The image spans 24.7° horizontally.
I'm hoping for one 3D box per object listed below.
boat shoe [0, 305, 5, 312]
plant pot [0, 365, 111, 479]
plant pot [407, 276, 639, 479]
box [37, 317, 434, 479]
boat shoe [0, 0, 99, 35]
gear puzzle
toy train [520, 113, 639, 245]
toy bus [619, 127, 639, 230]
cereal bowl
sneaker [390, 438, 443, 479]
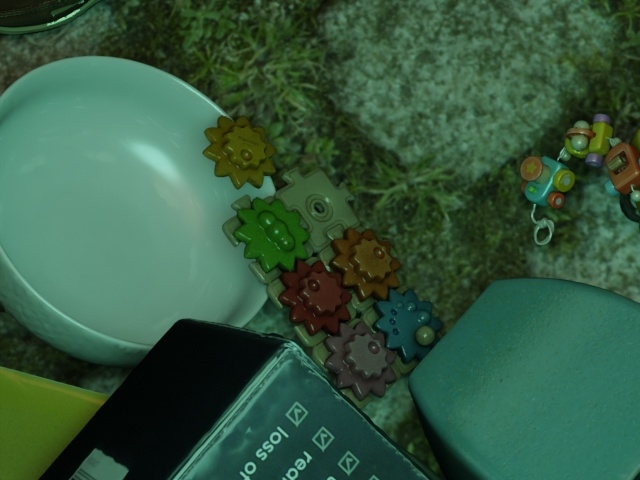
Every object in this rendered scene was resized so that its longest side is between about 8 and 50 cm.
[{"bbox_3d":[-0.416,0.013,1.562,0.285,0.103,0.092,9,64,-1],"label":"boat shoe"},{"bbox_3d":[-0.235,0.244,1.425,0.212,0.212,0.187,15,80,5],"label":"plant pot"},{"bbox_3d":[0.229,0.180,1.430,0.252,0.247,0.248,35,72,28],"label":"plant pot"},{"bbox_3d":[-0.064,0.397,1.203,0.472,0.297,0.480,45,75,-17],"label":"box"},{"bbox_3d":[-0.280,-0.322,1.688,0.257,0.095,0.095,-24,71,-9],"label":"boat shoe"},{"bbox_3d":[0.000,0.000,1.527,0.175,0.044,0.339,-32,84,-40],"label":"gear puzzle"},{"bbox_3d":[0.275,-0.072,1.565,0.046,0.166,0.125,26,44,-36],"label":"toy train"},{"bbox_3d":[0.428,0.032,1.550,0.130,0.108,0.332,-14,70,-6],"label":"toy bus"},{"bbox_3d":[-0.216,-0.014,1.516,0.339,0.141,0.339,16,56,-25],"label":"cereal bowl"},{"bbox_3d":[0.041,0.259,1.474,0.227,0.087,0.130,31,75,16],"label":"sneaker"}]
